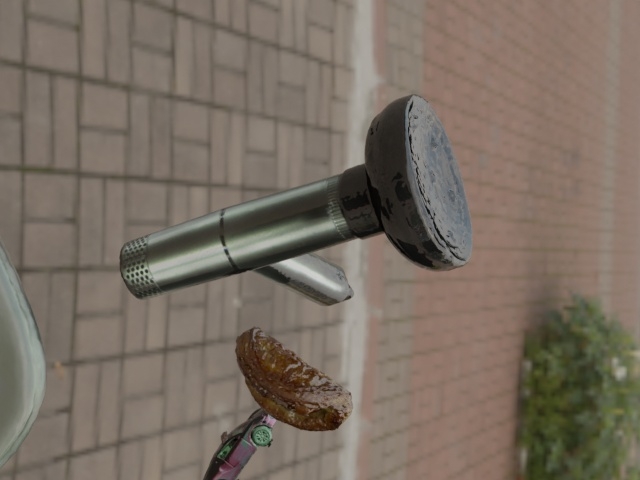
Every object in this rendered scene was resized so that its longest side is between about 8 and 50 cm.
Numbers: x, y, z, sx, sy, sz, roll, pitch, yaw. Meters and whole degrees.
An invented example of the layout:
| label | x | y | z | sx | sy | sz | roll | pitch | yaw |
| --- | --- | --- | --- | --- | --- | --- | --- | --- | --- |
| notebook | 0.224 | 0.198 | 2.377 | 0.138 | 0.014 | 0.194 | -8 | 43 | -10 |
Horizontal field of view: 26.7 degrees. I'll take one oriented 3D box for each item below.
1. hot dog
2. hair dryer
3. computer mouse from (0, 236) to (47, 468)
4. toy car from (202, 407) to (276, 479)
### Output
| label | x | y | z | sx | sy | sz | roll | pitch | yaw |
| --- | --- | --- | --- | --- | --- | --- | --- | --- | --- |
| hot dog | -0.033 | 0.150 | 1.410 | 0.065 | 0.147 | 0.099 | -47 | 156 | -17 |
| hair dryer | 0.011 | -0.019 | 1.289 | 0.284 | 0.320 | 0.156 | -9 | 83 | -60 |
| computer mouse | -0.292 | 0.009 | 0.810 | 0.331 | 0.197 | 0.095 | 55 | 18 | 14 |
| toy car | -0.102 | 0.258 | 1.655 | 0.142 | 0.055 | 0.069 | -54 | -176 | 4 |
